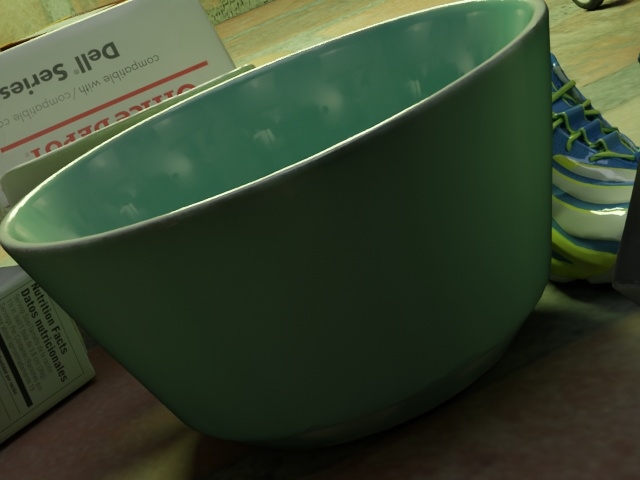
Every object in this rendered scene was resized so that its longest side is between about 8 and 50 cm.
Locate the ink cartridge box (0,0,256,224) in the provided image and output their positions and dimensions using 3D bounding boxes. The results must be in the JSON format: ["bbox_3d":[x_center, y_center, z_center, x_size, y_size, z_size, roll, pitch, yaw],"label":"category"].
[{"bbox_3d":[-0.174,-0.084,1.046,0.207,0.119,0.353,-25,-9,-14],"label":"ink cartridge box"}]

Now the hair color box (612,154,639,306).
[{"bbox_3d":[0.302,-0.052,0.445,0.374,0.113,0.185,-5,62,45],"label":"hair color box"}]

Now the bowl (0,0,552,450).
[{"bbox_3d":[0.000,0.000,0.713,0.311,0.163,0.311,-20,16,6],"label":"bowl"}]

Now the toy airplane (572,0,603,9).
[{"bbox_3d":[0.364,-0.419,1.330,0.384,0.272,0.386,-23,8,20],"label":"toy airplane"}]

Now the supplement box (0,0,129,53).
[{"bbox_3d":[-0.260,-0.179,1.579,0.194,0.191,0.129,-6,22,42],"label":"supplement box"}]

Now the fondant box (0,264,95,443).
[{"bbox_3d":[-0.349,0.134,0.856,0.238,0.096,0.330,-6,21,43],"label":"fondant box"}]

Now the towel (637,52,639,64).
[{"bbox_3d":[0.330,-0.173,1.099,0.119,0.029,0.067,-26,16,-15],"label":"towel"}]

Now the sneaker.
[{"bbox_3d":[0.136,-0.052,0.781,0.091,0.126,0.240,-27,16,-17],"label":"sneaker"}]
